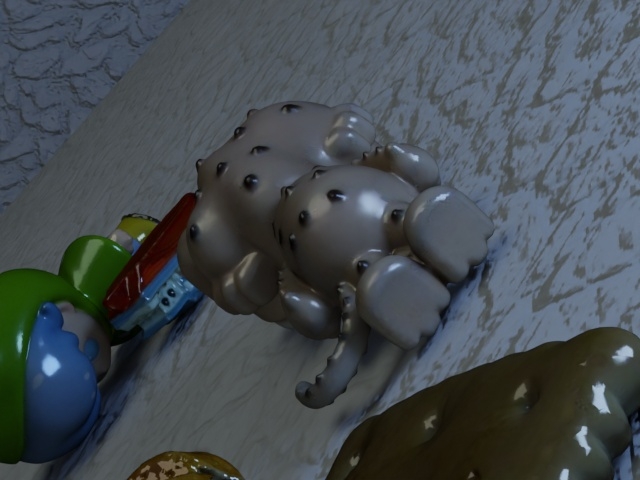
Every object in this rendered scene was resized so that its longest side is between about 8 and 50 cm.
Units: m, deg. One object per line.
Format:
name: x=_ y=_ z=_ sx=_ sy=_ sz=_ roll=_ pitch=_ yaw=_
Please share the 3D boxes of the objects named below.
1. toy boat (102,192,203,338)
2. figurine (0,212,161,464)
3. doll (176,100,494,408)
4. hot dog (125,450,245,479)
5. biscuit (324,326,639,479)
toy boat: x=-0.117 y=0.017 z=1.388 sx=0.069 sy=0.059 sz=0.173 roll=-38 pitch=13 yaw=40
figurine: x=-0.220 y=0.080 z=1.404 sx=0.263 sy=0.143 sz=0.162 roll=-51 pitch=-12 yaw=-41
doll: x=0.002 y=-0.002 z=0.993 sx=0.154 sy=0.119 sz=0.278 roll=-52 pitch=24 yaw=1
hot dog: x=-0.148 y=0.248 z=0.848 sx=0.337 sy=0.100 sz=0.135 roll=-49 pitch=6 yaw=6
biscuit: x=0.006 y=0.179 z=0.654 sx=0.217 sy=0.044 sz=0.325 roll=-27 pitch=28 yaw=55
